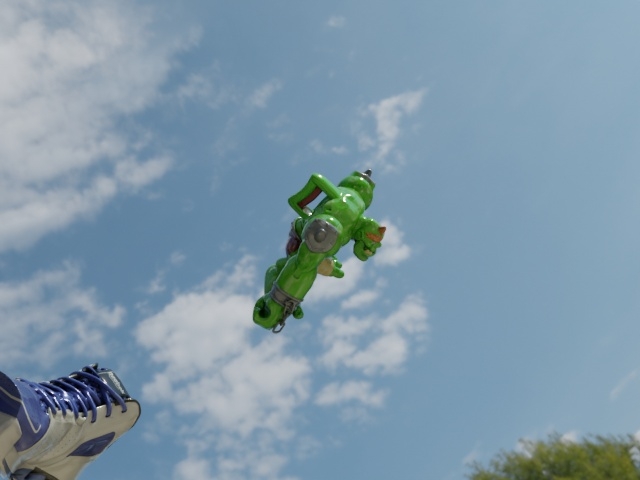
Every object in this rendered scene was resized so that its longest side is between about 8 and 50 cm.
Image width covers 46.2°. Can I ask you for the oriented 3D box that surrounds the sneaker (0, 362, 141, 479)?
[{"bbox_3d":[-0.331,0.211,0.932,0.182,0.127,0.315,-43,-22,-27],"label":"sneaker"}]

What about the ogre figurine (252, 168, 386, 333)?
[{"bbox_3d":[0.000,0.000,0.742,0.197,0.097,0.118,-24,-25,-49],"label":"ogre figurine"}]
